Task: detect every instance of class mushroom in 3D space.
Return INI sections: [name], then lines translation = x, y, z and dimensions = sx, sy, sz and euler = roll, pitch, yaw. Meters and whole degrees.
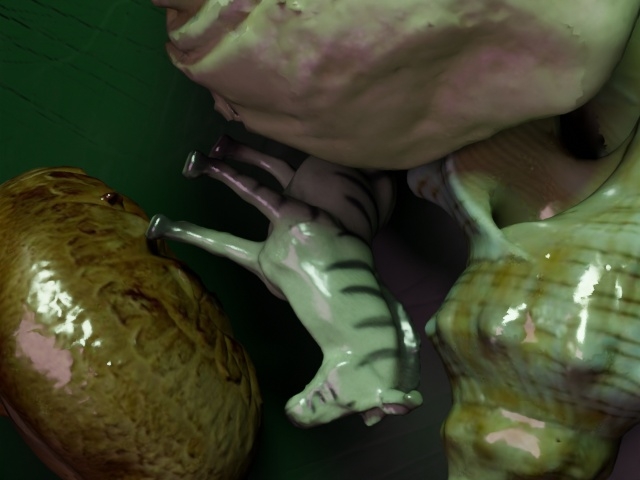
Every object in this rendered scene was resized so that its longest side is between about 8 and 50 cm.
[mushroom]
translation = -0.135, 0.069, 0.789
dimensions = 0.153, 0.253, 0.253
euler = -39, 73, -12

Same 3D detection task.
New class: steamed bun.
[steamed bun]
translation = 0.005, -0.189, 0.659
dimensions = 0.320, 0.206, 0.275
euler = 24, 87, 48

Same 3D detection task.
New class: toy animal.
[toy animal]
translation = 0.002, -0.003, 0.744
dimensions = 0.176, 0.217, 0.073
euler = 32, 131, -3

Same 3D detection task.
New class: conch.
[conch]
translation = 0.145, -0.011, 0.697
dimensions = 0.203, 0.169, 0.386
euler = 23, 69, 5
